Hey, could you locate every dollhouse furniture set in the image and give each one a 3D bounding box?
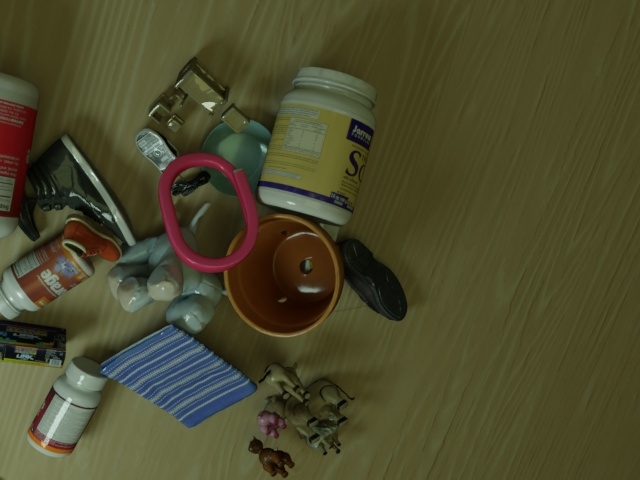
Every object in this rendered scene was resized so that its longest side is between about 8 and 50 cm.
[{"bbox_3d":[-0.286,-0.307,1.716,0.161,0.101,0.182,-39,117,21],"label":"dollhouse furniture set"}]

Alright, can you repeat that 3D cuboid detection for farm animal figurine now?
[{"bbox_3d":[-0.070,0.447,1.946,0.326,0.172,0.331,-8,122,-37],"label":"farm animal figurine"}]

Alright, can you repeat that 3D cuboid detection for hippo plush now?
[{"bbox_3d":[-0.355,0.098,1.756,0.237,0.234,0.294,58,38,-41],"label":"hippo plush"}]

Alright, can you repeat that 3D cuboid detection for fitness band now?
[{"bbox_3d":[-0.253,-0.068,1.643,0.208,0.054,0.291,-13,73,-18],"label":"fitness band"}]

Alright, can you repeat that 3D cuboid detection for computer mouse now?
[{"bbox_3d":[-0.358,-0.193,1.722,0.106,0.042,0.193,-29,114,23],"label":"computer mouse"}]

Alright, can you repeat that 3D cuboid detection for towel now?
[{"bbox_3d":[-0.344,0.346,1.798,0.243,0.040,0.336,-30,130,18],"label":"towel"}]

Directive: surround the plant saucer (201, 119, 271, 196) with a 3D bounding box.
[{"bbox_3d":[-0.201,-0.205,1.785,0.194,0.037,0.195,-6,107,-19],"label":"plant saucer"}]

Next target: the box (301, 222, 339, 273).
[{"bbox_3d":[0.000,0.000,1.901,0.063,0.067,0.324,12,100,-23],"label":"box"}]

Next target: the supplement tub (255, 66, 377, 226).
[{"bbox_3d":[-0.003,-0.219,1.727,0.240,0.241,0.332,16,88,-23],"label":"supplement tub"}]

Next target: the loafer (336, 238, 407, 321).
[{"bbox_3d":[0.129,0.107,1.979,0.302,0.095,0.109,50,55,-28],"label":"loafer"}]

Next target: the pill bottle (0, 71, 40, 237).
[{"bbox_3d":[-0.722,-0.140,1.476,0.228,0.229,0.408,10,91,-22],"label":"pill bottle"}]

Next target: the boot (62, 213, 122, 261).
[{"bbox_3d":[-0.517,0.017,1.633,0.059,0.085,0.158,-24,135,27],"label":"boot"}]

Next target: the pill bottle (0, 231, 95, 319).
[{"bbox_3d":[-0.641,0.085,1.661,0.216,0.121,0.121,-34,113,-8],"label":"pill bottle"}]

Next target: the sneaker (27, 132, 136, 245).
[{"bbox_3d":[-0.552,-0.085,1.662,0.146,0.104,0.296,-34,109,-5],"label":"sneaker"}]

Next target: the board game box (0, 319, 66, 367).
[{"bbox_3d":[-0.680,0.238,1.677,0.170,0.141,0.048,12,102,-23],"label":"board game box"}]

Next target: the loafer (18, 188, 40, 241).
[{"bbox_3d":[-0.670,-0.080,1.639,0.061,0.062,0.170,-26,113,-17],"label":"loafer"}]

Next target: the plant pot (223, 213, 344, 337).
[{"bbox_3d":[-0.063,0.076,1.775,0.290,0.203,0.291,1,94,19],"label":"plant pot"}]

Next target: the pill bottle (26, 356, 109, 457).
[{"bbox_3d":[-0.610,0.403,1.761,0.121,0.121,0.221,28,94,-24],"label":"pill bottle"}]
